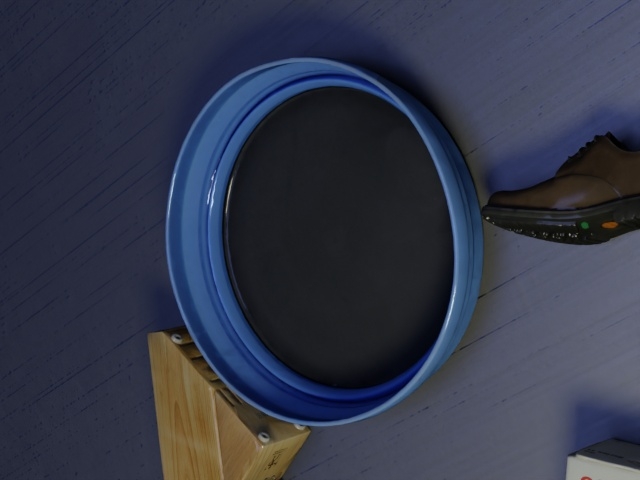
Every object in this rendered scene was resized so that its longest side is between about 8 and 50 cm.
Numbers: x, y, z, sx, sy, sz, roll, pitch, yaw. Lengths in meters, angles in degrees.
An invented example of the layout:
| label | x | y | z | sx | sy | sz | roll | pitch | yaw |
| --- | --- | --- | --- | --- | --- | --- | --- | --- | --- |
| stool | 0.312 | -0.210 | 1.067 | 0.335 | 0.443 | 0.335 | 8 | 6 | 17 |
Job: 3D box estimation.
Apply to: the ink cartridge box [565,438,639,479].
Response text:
| label | x | y | z | sx | sy | sz | roll | pitch | yaw |
| --- | --- | --- | --- | --- | --- | --- | --- | --- | --- |
| ink cartridge box | 0.302 | 0.301 | 1.294 | 0.153 | 0.087 | 0.208 | 11 | 102 | 37 |

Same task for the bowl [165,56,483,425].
| label | x | y | z | sx | sy | sz | roll | pitch | yaw |
| --- | --- | --- | --- | --- | --- | --- | --- | --- | --- |
| bowl | 0.000 | 0.000 | 1.504 | 0.391 | 0.077 | 0.391 | 4 | 97 | 37 |

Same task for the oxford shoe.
| label | x | y | z | sx | sy | sz | roll | pitch | yaw |
| --- | --- | --- | --- | --- | --- | --- | --- | --- | --- |
| oxford shoe | 0.253 | -0.048 | 1.314 | 0.227 | 0.083 | 0.096 | -6 | 72 | 38 |

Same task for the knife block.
| label | x | y | z | sx | sy | sz | roll | pitch | yaw |
| --- | --- | --- | --- | --- | --- | --- | --- | --- | --- |
| knife block | -0.131 | 0.265 | 1.625 | 0.276 | 0.088 | 0.242 | 45 | 119 | 24 |
